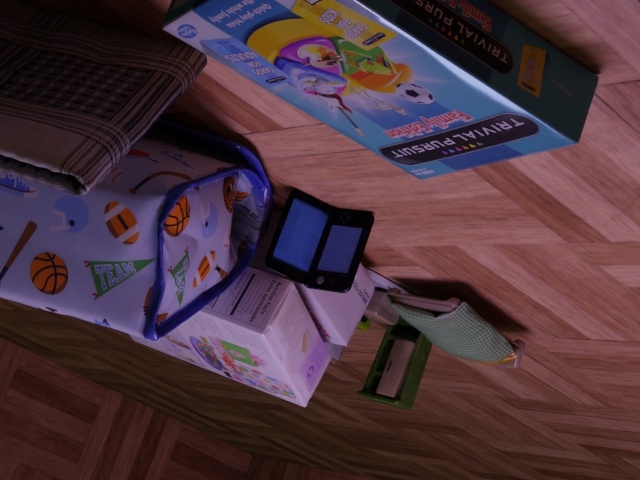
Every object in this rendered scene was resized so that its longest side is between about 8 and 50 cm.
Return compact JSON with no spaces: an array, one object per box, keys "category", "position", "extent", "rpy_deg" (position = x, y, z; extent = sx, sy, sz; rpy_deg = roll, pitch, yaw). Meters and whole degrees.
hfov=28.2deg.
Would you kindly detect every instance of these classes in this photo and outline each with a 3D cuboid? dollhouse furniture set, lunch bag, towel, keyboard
[{"category":"dollhouse furniture set","position":[0.147,0.180,2.032],"extent":[0.197,0.151,0.301],"rpy_deg":[32,164,-38]},{"category":"lunch bag","position":[-0.265,-0.051,1.666],"extent":[0.328,0.239,0.385],"rpy_deg":[17,-165,15]},{"category":"towel","position":[-0.320,-0.178,1.349],"extent":[0.324,0.312,0.056],"rpy_deg":[16,127,12]},{"category":"keyboard","position":[0.107,0.078,2.060],"extent":[0.256,0.014,0.072],"rpy_deg":[29,166,-27]}]

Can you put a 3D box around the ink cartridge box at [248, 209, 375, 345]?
[{"category":"ink cartridge box","position":[-0.081,0.047,1.945],"extent":[0.273,0.114,0.197],"rpy_deg":[8,148,32]}]

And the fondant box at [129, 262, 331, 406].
[{"category":"fondant box","position":[-0.169,0.108,1.886],"extent":[0.330,0.096,0.238],"rpy_deg":[19,155,26]}]

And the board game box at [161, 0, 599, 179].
[{"category":"board game box","position":[0.052,-0.180,1.214],"extent":[0.336,0.079,0.254],"rpy_deg":[29,161,-25]}]

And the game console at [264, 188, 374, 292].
[{"category":"game console","position":[0.000,0.000,1.745],"extent":[0.107,0.122,0.071],"rpy_deg":[7,159,36]}]
